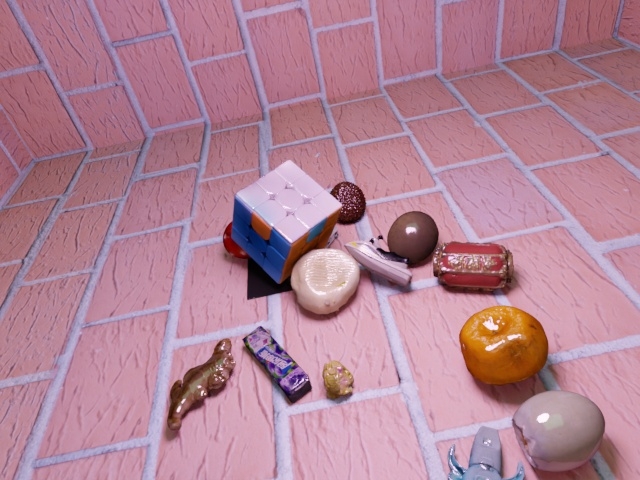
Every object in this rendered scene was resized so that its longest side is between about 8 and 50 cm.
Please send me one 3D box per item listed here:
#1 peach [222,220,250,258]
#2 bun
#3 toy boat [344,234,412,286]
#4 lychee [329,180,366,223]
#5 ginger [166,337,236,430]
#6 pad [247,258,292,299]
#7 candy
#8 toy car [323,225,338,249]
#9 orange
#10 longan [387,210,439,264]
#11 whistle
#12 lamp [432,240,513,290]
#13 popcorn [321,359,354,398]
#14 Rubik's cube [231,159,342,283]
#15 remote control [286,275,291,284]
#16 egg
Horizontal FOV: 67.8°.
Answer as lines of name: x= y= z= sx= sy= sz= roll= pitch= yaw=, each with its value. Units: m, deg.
peach: x=-0.325 y=-0.011 z=2.003 sx=0.197 sy=0.198 sz=0.197 roll=-8 pitch=39 yaw=6
bun: x=0.013 y=0.154 z=1.751 sx=0.259 sy=0.160 sz=0.259 roll=2 pitch=53 yaw=-3
toy boat: x=0.223 y=0.064 z=1.749 sx=0.269 sy=0.141 sz=0.141 roll=40 pitch=58 yaw=13
lychee: x=0.115 y=-0.171 z=2.103 sx=0.187 sy=0.188 sz=0.188 roll=-8 pitch=39 yaw=6
ginger: x=-0.390 y=0.460 z=1.556 sx=0.166 sy=0.080 sz=0.333 roll=8 pitch=48 yaw=46
pad: x=-0.205 y=0.120 z=1.969 sx=0.202 sy=0.005 sz=0.300 roll=-12 pitch=39 yaw=1
candy: x=-0.147 y=0.398 z=1.571 sx=0.088 sy=0.061 sz=0.312 roll=-34 pitch=43 yaw=-20
toy car: x=0.000 y=0.000 z=2.019 sx=0.095 sy=0.056 sz=0.205 roll=15 pitch=45 yaw=28
orange: x=0.533 y=0.323 z=1.388 sx=0.248 sy=0.183 sz=0.249 roll=-23 pitch=29 yaw=14
longan: x=0.356 y=-0.013 z=1.833 sx=0.196 sy=0.197 sz=0.220 roll=22 pitch=53 yaw=35
whistle: x=0.402 y=0.587 z=1.175 sx=0.186 sy=0.093 sz=0.274 roll=6 pitch=39 yaw=22
lamp: x=0.536 y=0.090 z=1.683 sx=0.273 sy=0.177 sz=0.177 roll=3 pitch=41 yaw=16
popcorn: x=0.046 y=0.426 z=1.463 sx=0.089 sy=0.109 sz=0.097 roll=-28 pitch=-8 yaw=30
Rubik's cube: x=-0.137 y=-0.071 z=1.810 sx=0.290 sy=0.292 sz=0.291 roll=42 pitch=56 yaw=15
remote control: x=-0.127 y=0.109 z=1.919 sx=0.072 sy=0.042 sz=0.222 roll=-23 pitch=40 yaw=-16
egg: x=0.601 y=0.468 z=1.187 sx=0.217 sy=0.183 sz=0.183 roll=-20 pitch=39 yaw=1
